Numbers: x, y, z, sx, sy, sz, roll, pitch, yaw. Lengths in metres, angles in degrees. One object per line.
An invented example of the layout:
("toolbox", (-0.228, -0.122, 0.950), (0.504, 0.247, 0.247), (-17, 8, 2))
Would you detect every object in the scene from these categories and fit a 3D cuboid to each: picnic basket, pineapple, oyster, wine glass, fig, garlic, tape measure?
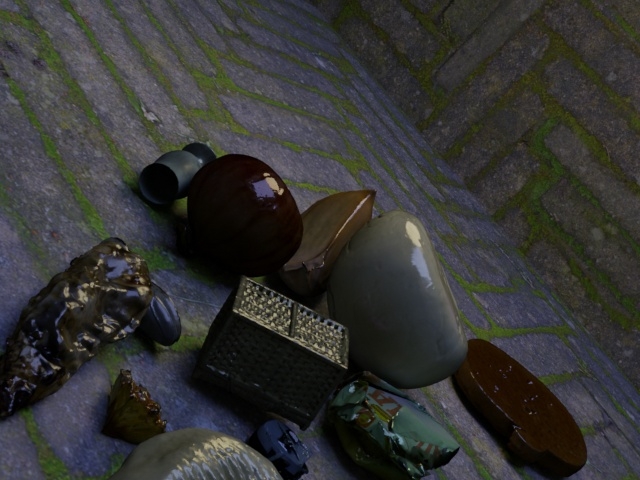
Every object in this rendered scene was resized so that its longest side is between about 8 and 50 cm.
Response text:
("picnic basket", (-0.075, 0.177, 1.315), (0.196, 0.154, 0.134), (28, 20, -11))
("pineapple", (-0.249, 0.212, 1.119), (0.114, 0.077, 0.114), (53, -14, 48))
("oyster", (-0.311, 0.105, 1.118), (0.128, 0.079, 0.345), (46, 32, -10))
("wine glass", (-0.267, -0.127, 1.642), (0.093, 0.093, 0.202), (44, 19, -1))
("fig", (-0.144, -0.042, 1.571), (0.235, 0.214, 0.235), (38, 7, -6))
("garlic", (-0.011, 0.014, 1.728), (0.151, 0.196, 0.338), (38, 40, 6))
("tape measure", (-0.059, 0.309, 1.269), (0.094, 0.054, 0.091), (44, 15, -7))

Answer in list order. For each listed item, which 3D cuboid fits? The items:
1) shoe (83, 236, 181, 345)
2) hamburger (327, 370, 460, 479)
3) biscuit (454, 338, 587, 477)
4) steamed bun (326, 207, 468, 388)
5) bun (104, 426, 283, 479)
("shoe", (-0.285, 0.084, 1.276), (0.077, 0.074, 0.194), (-26, 73, -44))
("hamburger", (0.116, 0.333, 1.450), (0.214, 0.125, 0.235), (22, 27, -33))
("biscuit", (0.455, 0.397, 2.007), (0.394, 0.070, 0.350), (42, 24, -3))
("steamed bun", (0.128, 0.117, 1.632), (0.312, 0.233, 0.333), (43, 26, -68))
("bun", (-0.142, 0.331, 0.950), (0.259, 0.160, 0.259), (27, 43, -28))
